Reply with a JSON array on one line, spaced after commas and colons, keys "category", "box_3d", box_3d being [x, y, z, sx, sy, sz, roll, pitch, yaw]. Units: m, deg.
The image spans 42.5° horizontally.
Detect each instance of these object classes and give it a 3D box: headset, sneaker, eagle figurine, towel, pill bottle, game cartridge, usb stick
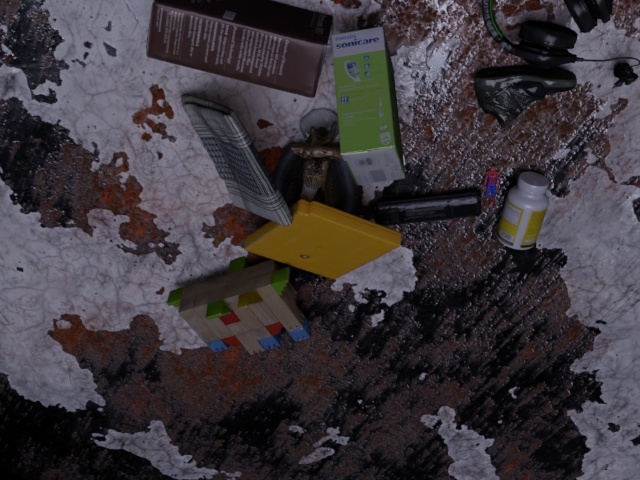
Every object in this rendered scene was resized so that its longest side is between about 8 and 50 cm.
[{"category": "headset", "box_3d": [0.537, -0.478, 1.801, 0.394, 0.185, 0.243, 39, 116, -2]}, {"category": "sneaker", "box_3d": [0.475, -0.335, 1.909, 0.227, 0.087, 0.130, -3, 125, 11]}, {"category": "eagle figurine", "box_3d": [-0.013, -0.151, 2.045, 0.226, 0.225, 0.298, 49, 160, 19]}, {"category": "towel", "box_3d": [-0.211, -0.192, 1.956, 0.056, 0.324, 0.312, -36, 120, -15]}, {"category": "pill bottle", "box_3d": [0.512, -0.076, 2.067, 0.103, 0.103, 0.184, 9, 124, 0]}, {"category": "game cartridge", "box_3d": [0.000, 0.000, 2.077, 0.285, 0.053, 0.323, 19, 153, -25]}, {"category": "usb stick", "box_3d": [0.277, -0.082, 2.120, 0.277, 0.045, 0.077, -6, 130, 9]}]

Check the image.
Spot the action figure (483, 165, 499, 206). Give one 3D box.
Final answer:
[{"category": "action figure", "box_3d": [0.432, -0.138, 2.079, 0.038, 0.030, 0.115, 3, 122, 10]}]

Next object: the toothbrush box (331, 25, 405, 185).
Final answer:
[{"category": "toothbrush box", "box_3d": [0.107, -0.291, 1.817, 0.122, 0.283, 0.206, -6, 165, 10]}]

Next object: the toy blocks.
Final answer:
[{"category": "toy blocks", "box_3d": [-0.201, 0.208, 2.300, 0.381, 0.191, 0.261, -17, 131, 19]}]

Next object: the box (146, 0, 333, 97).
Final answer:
[{"category": "box", "box_3d": [-0.174, -0.453, 1.826, 0.381, 0.191, 0.143, 14, 124, -5]}]
